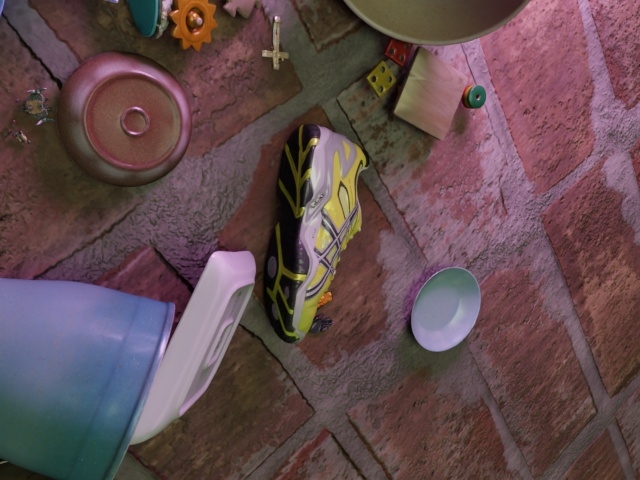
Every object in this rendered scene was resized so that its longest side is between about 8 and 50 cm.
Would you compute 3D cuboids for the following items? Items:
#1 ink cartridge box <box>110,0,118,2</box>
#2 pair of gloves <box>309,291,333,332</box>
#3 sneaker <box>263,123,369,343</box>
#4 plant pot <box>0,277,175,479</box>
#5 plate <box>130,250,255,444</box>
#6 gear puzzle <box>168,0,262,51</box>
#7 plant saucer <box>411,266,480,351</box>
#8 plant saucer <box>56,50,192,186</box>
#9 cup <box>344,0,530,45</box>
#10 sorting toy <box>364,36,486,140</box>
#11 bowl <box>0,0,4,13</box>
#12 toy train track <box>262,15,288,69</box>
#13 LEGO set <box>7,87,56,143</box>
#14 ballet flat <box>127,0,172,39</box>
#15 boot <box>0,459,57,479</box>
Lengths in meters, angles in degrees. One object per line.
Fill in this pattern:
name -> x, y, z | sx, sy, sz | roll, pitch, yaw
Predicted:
ink cartridge box -> -0.336, -0.419, 0.668 | 0.207, 0.045, 0.208 | 10, 104, -8
pair of gloves -> -0.008, 0.142, 1.061 | 0.074, 0.010, 0.083 | -9, 108, -27
sneaker -> 0.000, 0.000, 0.952 | 0.147, 0.145, 0.384 | 6, 101, -30
plant pot -> -0.368, 0.169, 0.734 | 0.256, 0.272, 0.271 | 23, 91, -17
plate -> -0.171, 0.149, 0.832 | 0.045, 0.277, 0.277 | 24, 90, 3
gear puzzle -> -0.133, -0.431, 0.801 | 0.175, 0.044, 0.338 | 26, 88, -61
plant saucer -> 0.268, 0.147, 1.199 | 0.195, 0.037, 0.194 | -8, 107, -27
plant saucer -> -0.277, -0.175, 0.802 | 0.199, 0.036, 0.198 | -10, 108, -34
cup -> 0.194, -0.515, 0.853 | 0.331, 0.331, 0.236 | 35, 59, -31
sorting toy -> 0.193, -0.281, 1.041 | 0.275, 0.046, 0.132 | 20, 93, -32
bowl -> -0.513, -0.271, 0.500 | 0.391, 0.391, 0.077 | -29, 72, -20
toy train track -> -0.072, -0.326, 0.901 | 0.048, 0.014, 0.083 | -5, 105, -28
LEGO set -> -0.401, -0.177, 0.757 | 0.083, 0.023, 0.054 | -41, 117, 1
ballet flat -> -0.239, -0.407, 0.752 | 0.077, 0.091, 0.240 | -34, 123, -43
boot -> -0.435, 0.390, 0.833 | 0.220, 0.106, 0.082 | 8, 99, -31
